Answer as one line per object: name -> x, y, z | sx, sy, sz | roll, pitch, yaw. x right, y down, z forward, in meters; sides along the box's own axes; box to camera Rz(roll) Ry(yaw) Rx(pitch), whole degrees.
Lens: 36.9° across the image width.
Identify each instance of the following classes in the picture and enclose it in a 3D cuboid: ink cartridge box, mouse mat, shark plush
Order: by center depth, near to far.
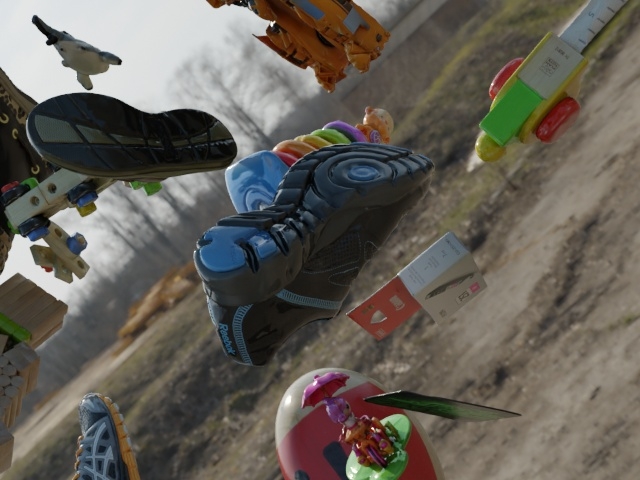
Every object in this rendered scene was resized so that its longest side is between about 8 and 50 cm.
mouse mat -> 0.171, 0.238, 1.369 | 0.152, 0.189, 0.007 | 145, 135, -65
shark plush -> -0.376, -0.285, 1.439 | 0.073, 0.067, 0.161 | -43, -34, 24
ink cartridge box -> 0.188, 0.110, 1.797 | 0.239, 0.060, 0.275 | -40, -22, 3

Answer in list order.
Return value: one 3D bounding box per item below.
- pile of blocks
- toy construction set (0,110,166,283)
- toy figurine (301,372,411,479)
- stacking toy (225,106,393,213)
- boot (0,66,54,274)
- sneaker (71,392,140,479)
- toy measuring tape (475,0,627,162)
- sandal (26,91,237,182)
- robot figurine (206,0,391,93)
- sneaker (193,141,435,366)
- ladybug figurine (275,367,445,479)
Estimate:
pile of blocks -> -0.503, 0.216, 1.461 | 0.362, 0.148, 0.113 | -82, 11, -47
toy construction set -> -0.365, -0.075, 1.501 | 0.328, 0.151, 0.215 | -46, -6, 17
toy figurine -> 0.041, 0.270, 1.427 | 0.130, 0.159, 0.173 | -43, 16, 4
stacking toy -> 0.019, -0.120, 1.500 | 0.302, 0.175, 0.165 | -40, 13, -31
boot -> -0.579, -0.142, 1.489 | 0.138, 0.377, 0.284 | -6, 55, 34
sneaker -> -0.246, 0.265, 1.079 | 0.083, 0.215, 0.084 | -15, -39, -16
toy measuring tape -> 0.320, -0.230, 1.244 | 0.330, 0.121, 0.121 | -50, 3, 14
sandal -> -0.244, -0.117, 1.266 | 0.302, 0.120, 0.086 | 2, -30, -43
robot figurine -> -0.055, -0.332, 1.340 | 0.211, 0.291, 0.085 | -19, 41, 63
sneaker -> 0.000, 0.000, 1.022 | 0.125, 0.140, 0.341 | 21, 40, 36
ladybug figurine -> 0.072, 0.455, 1.922 | 0.305, 0.449, 0.162 | -42, -18, 6
